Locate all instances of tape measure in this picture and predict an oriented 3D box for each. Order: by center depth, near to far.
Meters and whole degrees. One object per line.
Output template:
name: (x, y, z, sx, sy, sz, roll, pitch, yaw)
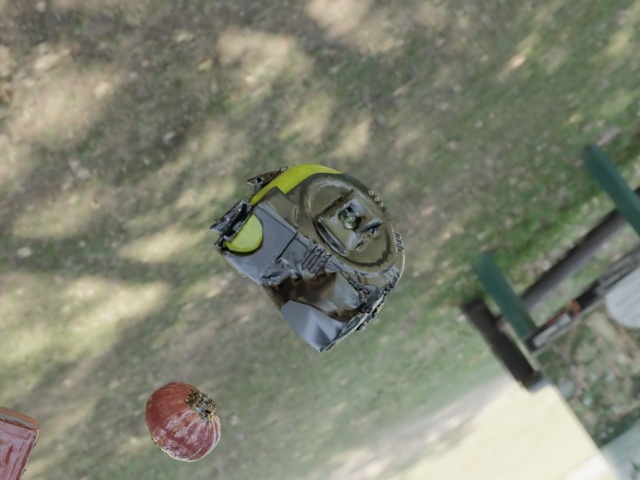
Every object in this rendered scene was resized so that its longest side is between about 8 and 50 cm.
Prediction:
tape measure: (0.000, 0.000, 1.320, 0.112, 0.199, 0.186, -40, -177, 35)

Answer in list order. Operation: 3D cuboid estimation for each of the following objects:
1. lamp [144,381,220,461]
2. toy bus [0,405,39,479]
lamp: (-0.179, 0.235, 1.619, 0.092, 0.107, 0.107, -40, 155, 18)
toy bus: (-0.346, 0.280, 1.230, 0.235, 0.073, 0.096, -70, -166, -7)
